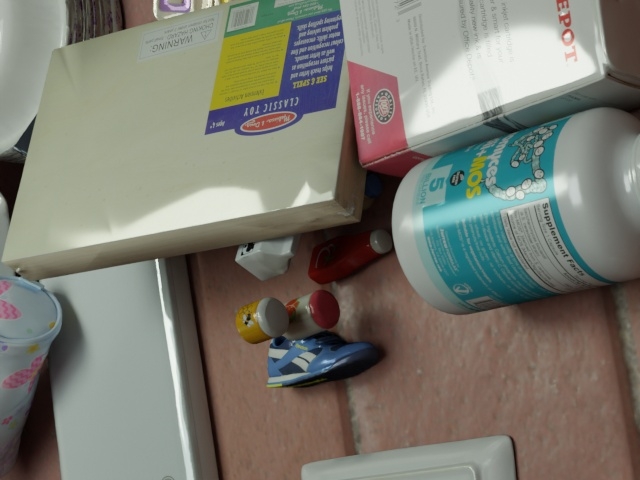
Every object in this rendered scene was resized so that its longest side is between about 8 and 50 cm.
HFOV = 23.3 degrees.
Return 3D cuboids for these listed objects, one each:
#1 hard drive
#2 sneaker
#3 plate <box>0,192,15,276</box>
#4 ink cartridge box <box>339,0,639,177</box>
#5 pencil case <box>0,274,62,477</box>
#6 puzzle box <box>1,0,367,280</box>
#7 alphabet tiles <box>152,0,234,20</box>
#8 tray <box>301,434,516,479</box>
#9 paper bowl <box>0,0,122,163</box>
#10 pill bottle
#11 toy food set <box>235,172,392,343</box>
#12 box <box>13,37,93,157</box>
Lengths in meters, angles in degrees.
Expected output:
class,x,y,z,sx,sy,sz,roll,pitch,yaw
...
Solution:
class,x,y,z,sx,sy,sz,roll,pitch,yaw
hard drive,-0.227,0.147,1.777,0.233,0.047,0.353,-23,70,40
sneaker,-0.003,0.113,1.560,0.144,0.053,0.059,-15,73,41
plate,-0.459,-0.012,1.936,0.277,0.045,0.278,44,144,37
ink cartridge box,0.160,-0.191,1.391,0.283,0.117,0.207,-18,73,42
pencil case,-0.389,0.168,1.845,0.113,0.124,0.273,33,129,11
puzzle box,-0.129,-0.112,1.569,0.409,0.052,0.272,-9,57,30
alphabet tiles,-0.104,-0.368,1.631,0.278,0.021,0.284,5,98,15
tray,0.076,0.272,1.481,0.270,0.030,0.145,-15,76,42
paper bowl,-0.385,-0.240,1.907,0.284,0.148,0.284,-8,79,45
pill bottle,0.200,-0.027,1.315,0.264,0.146,0.146,-16,75,41
toy food set,0.000,0.000,1.518,0.104,0.111,0.232,-22,41,40
box,-0.236,-0.124,1.752,0.156,0.093,0.158,28,82,43
